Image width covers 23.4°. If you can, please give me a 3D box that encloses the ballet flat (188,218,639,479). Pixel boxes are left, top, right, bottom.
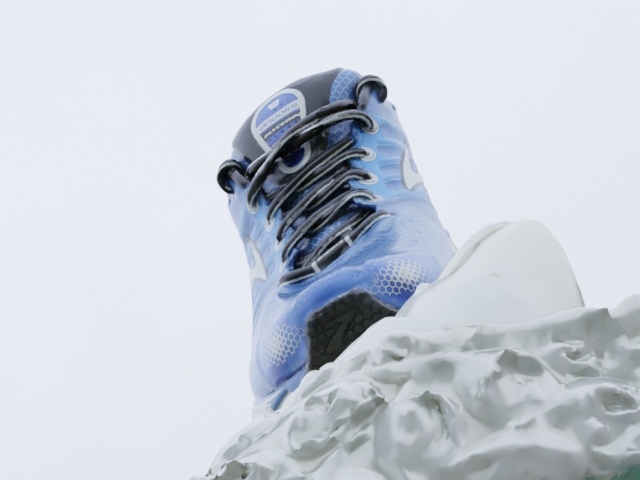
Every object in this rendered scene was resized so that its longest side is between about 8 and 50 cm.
[{"bbox_3d":[0.121,0.048,0.533,0.409,0.147,0.147,-10,-47,-12],"label":"ballet flat"}]

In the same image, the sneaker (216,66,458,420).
[{"bbox_3d":[0.000,0.000,0.762,0.130,0.330,0.147,-28,-81,4],"label":"sneaker"}]
